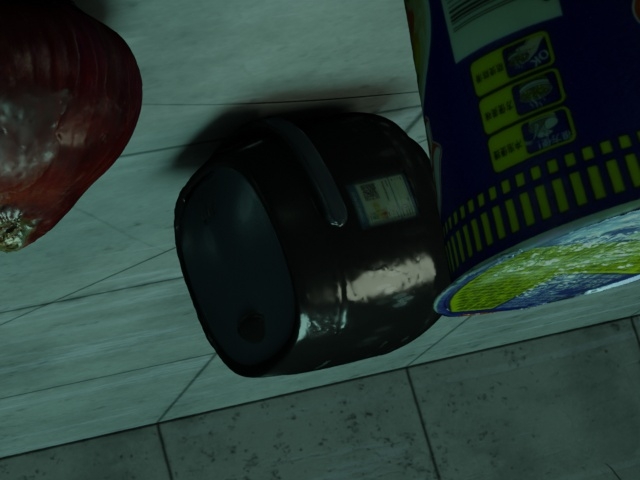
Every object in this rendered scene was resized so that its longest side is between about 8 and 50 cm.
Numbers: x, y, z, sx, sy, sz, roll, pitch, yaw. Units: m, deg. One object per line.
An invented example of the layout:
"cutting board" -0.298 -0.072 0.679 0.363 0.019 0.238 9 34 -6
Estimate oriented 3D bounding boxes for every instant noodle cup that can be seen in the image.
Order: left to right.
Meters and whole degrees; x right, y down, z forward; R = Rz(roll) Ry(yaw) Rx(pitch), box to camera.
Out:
"instant noodle cup" 0.172 -0.135 1.198 0.284 0.312 0.284 -14 167 -3

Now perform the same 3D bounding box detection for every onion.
"onion" -0.243 -0.090 1.271 0.248 0.161 0.248 -35 164 -11

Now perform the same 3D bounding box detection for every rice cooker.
"rice cooker" 0.000 0.000 1.681 0.224 0.267 0.267 -16 168 -31
